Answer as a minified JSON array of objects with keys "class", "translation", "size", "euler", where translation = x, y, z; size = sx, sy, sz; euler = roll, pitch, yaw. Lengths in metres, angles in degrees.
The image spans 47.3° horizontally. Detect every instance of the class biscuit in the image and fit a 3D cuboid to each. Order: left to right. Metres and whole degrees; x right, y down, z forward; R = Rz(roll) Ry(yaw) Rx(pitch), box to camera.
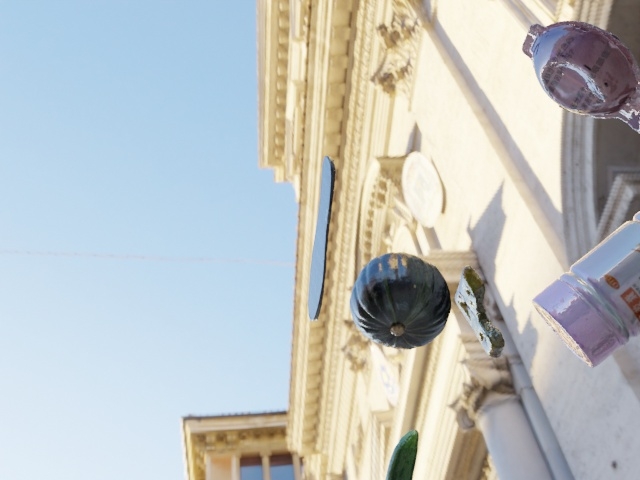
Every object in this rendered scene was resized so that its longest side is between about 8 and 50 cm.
[{"class":"biscuit","translation":[0.355,0.161,1.609],"size":[0.039,0.183,0.174],"euler":[-24,-23,-10]}]

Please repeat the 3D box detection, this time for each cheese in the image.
[{"class":"cheese","translation":[0.426,-0.232,1.091],"size":[0.074,0.286,0.189],"euler":[-49,-17,-17]}]

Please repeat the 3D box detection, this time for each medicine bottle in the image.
[{"class":"medicine bottle","translation":[0.646,0.106,1.587],"size":[0.316,0.202,0.202],"euler":[-40,-56,4]}]

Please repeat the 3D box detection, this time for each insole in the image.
[{"class":"insole","translation":[0.000,0.000,1.308],"size":[0.012,0.110,0.309],"euler":[2,-66,-12]}]

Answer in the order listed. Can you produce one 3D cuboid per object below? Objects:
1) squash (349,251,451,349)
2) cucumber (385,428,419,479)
[{"class":"squash","translation":[0.164,0.124,1.508],"size":[0.218,0.172,0.218],"euler":[12,-35,9]},{"class":"cucumber","translation":[0.100,0.329,0.955],"size":[0.039,0.168,0.039],"euler":[11,-10,2]}]
